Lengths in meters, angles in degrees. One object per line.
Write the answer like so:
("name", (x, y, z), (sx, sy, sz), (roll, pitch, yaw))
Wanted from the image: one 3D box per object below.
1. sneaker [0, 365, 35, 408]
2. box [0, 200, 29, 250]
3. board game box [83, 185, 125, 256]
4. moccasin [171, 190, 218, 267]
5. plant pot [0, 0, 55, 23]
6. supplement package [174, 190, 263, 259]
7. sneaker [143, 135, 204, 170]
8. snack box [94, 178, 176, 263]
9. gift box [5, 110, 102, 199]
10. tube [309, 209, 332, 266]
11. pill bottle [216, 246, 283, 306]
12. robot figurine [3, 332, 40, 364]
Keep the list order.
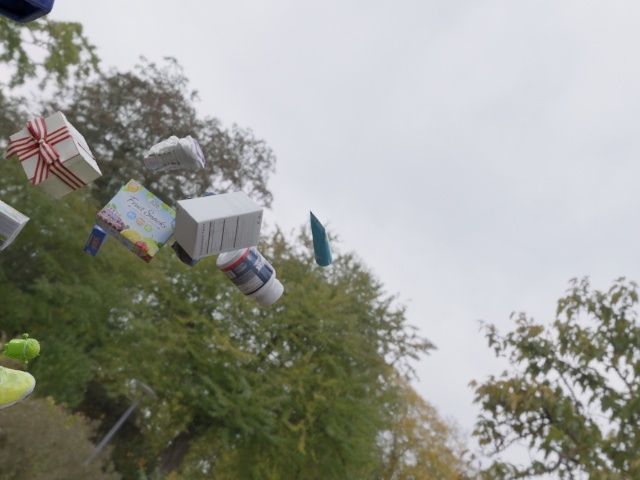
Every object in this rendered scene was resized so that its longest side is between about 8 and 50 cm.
("sneaker", (-1.115, 0.444, 1.883), (0.384, 0.145, 0.147), (15, -49, -34))
("box", (-1.004, -0.051, 1.846), (0.114, 0.103, 0.203), (36, -6, -19))
("board game box", (-0.729, -0.067, 2.030), (0.047, 0.210, 0.160), (30, -42, -15))
("moccasin", (-0.395, -0.034, 1.785), (0.117, 0.138, 0.342), (34, -45, 1))
("plant pot", (-0.678, -0.618, 1.241), (0.236, 0.212, 0.236), (22, -6, -43))
("supplement package", (-0.242, -0.039, 1.400), (0.105, 0.179, 0.105), (41, -50, 39))
("sneaker", (-0.470, -0.258, 1.879), (0.305, 0.152, 0.114), (14, -49, 57))
("snack box", (-0.561, -0.061, 1.835), (0.207, 0.174, 0.070), (40, -35, -10))
("gift box", (-1.081, -0.327, 2.377), (0.255, 0.276, 0.258), (54, -8, 17))
("tube", (0.000, 0.000, 1.652), (0.080, 0.052, 0.207), (47, -17, 28))
("pill bottle", (-0.185, 0.090, 1.592), (0.108, 0.108, 0.180), (-8, -51, 49))
("robot figurine", (-0.987, 0.360, 1.956), (0.115, 0.101, 0.067), (-1, -6, 2))
